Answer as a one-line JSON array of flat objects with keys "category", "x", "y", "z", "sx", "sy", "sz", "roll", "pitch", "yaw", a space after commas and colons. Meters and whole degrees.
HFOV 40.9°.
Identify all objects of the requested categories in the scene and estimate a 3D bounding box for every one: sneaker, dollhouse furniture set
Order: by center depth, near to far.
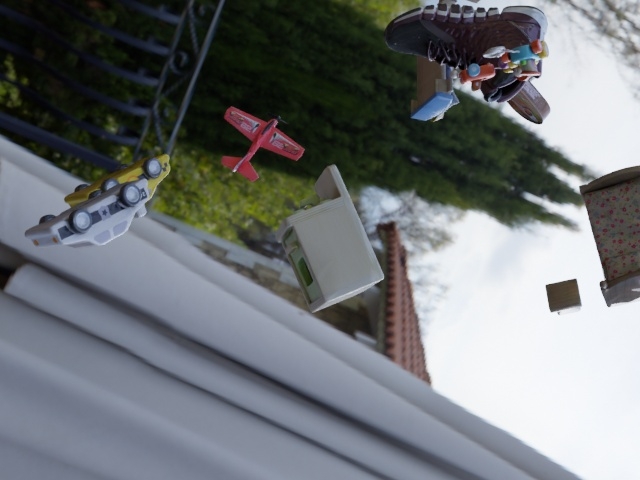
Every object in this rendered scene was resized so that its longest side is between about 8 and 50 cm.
[{"category": "dollhouse furniture set", "x": 0.461, "y": -0.095, "z": 1.212, "sx": 0.174, "sy": 0.355, "sz": 0.303, "roll": 49, "pitch": 31, "yaw": -48}, {"category": "sneaker", "x": 0.247, "y": -0.311, "z": 1.468, "sx": 0.106, "sy": 0.281, "sz": 0.163, "roll": 57, "pitch": 33, "yaw": -69}, {"category": "dollhouse furniture set", "x": 0.359, "y": -0.460, "z": 2.097, "sx": 0.303, "sy": 0.198, "sz": 0.287, "roll": 143, "pitch": -49, "yaw": -62}]

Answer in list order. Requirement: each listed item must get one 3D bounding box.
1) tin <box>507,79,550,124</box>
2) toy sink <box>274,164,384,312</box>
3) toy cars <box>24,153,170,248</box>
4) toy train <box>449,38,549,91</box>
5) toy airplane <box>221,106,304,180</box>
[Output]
[{"category": "tin", "x": 0.429, "y": -0.328, "z": 1.871, "sx": 0.040, "sy": 0.189, "sz": 0.106, "roll": -47, "pitch": -157, "yaw": 0}, {"category": "toy sink", "x": 0.000, "y": 0.000, "z": 1.606, "sx": 0.153, "sy": 0.131, "sz": 0.234, "roll": 135, "pitch": -66, "yaw": -74}, {"category": "toy cars", "x": -0.339, "y": -0.051, "z": 1.395, "sx": 0.394, "sy": 0.176, "sz": 0.087, "roll": -92, "pitch": 161, "yaw": -74}, {"category": "toy train", "x": 0.268, "y": -0.251, "z": 1.266, "sx": 0.166, "sy": 0.125, "sz": 0.046, "roll": 179, "pitch": -102, "yaw": -84}, {"category": "toy airplane", "x": -0.105, "y": -0.157, "z": 1.426, "sx": 0.028, "sy": 0.151, "sz": 0.151, "roll": 111, "pitch": 0, "yaw": -59}]
